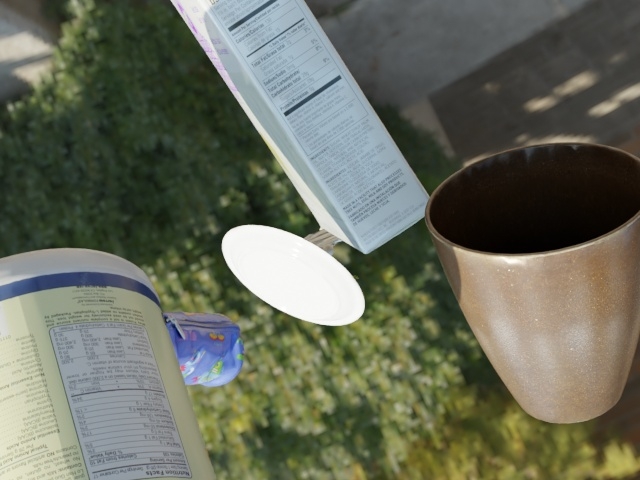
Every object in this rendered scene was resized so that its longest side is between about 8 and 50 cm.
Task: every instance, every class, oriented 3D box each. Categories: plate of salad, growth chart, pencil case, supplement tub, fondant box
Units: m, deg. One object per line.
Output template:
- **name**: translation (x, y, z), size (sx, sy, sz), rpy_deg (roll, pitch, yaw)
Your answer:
- **plate of salad**: translation (-0.031, 0.039, 1.805), size (0.048, 0.200, 0.200), rpy_deg (-61, 178, -29)
- **growth chart**: translation (0.000, 0.000, 2.040), size (0.172, 0.021, 0.237), rpy_deg (-18, -171, 35)
- **pencil case**: translation (-0.226, 0.163, 2.219), size (0.133, 0.119, 0.306), rpy_deg (-32, 162, 17)
- **supplement tub**: translation (-0.211, 0.196, 1.200), size (0.235, 0.324, 0.235), rpy_deg (-17, 154, -9)
- **fondant box**: translation (-0.027, -0.157, 1.540), size (0.096, 0.330, 0.238), rpy_deg (-34, -168, -5)

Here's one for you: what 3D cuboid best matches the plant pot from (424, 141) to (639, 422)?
- **plant pot**: translation (0.226, 0.056, 1.384), size (0.215, 0.215, 0.230), rpy_deg (-20, 119, -11)
